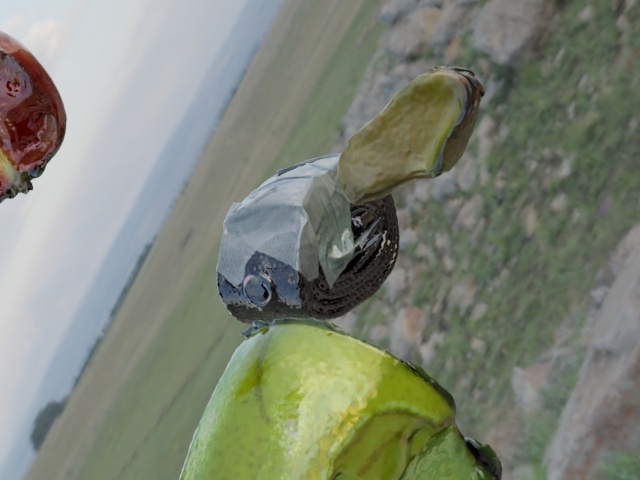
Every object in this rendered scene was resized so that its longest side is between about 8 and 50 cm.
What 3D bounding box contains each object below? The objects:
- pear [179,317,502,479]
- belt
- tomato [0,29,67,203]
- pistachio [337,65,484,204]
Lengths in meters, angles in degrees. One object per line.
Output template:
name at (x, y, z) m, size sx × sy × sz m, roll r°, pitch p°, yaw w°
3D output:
pear at (-0.005, 0.216, 0.853) m, size 0.164 × 0.238 × 0.255 m, roll -10°, pitch 35°, yaw 46°
belt at (0.000, 0.000, 1.426) m, size 0.164 × 0.184 × 0.289 m, roll -7°, pitch 18°, yaw 30°
tomato at (-0.271, -0.104, 0.929) m, size 0.159 × 0.139 × 0.091 m, roll -38°, pitch 18°, yaw 26°
pistachio at (0.092, -0.098, 1.133) m, size 0.173 × 0.089 × 0.049 m, roll -42°, pitch -1°, yaw 14°
